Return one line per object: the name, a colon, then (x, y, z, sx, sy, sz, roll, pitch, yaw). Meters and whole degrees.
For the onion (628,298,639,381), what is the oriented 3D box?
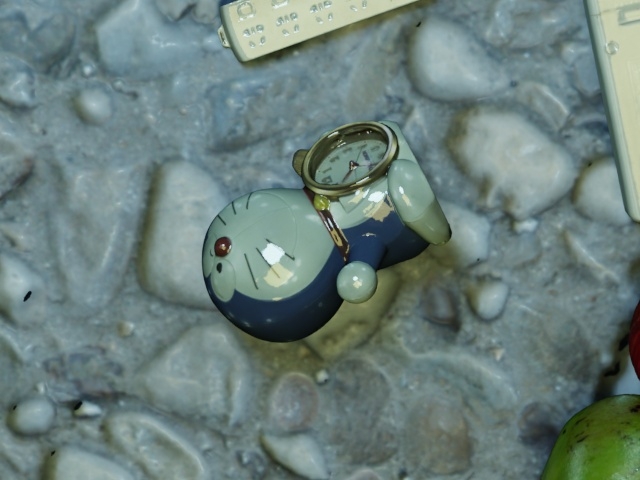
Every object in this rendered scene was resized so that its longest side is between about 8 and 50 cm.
onion: (0.418, 0.087, 1.423, 0.248, 0.161, 0.248, -5, 62, 9)

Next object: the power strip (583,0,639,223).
power strip: (0.321, -0.172, 1.467, 0.098, 0.058, 0.338, -12, 100, 5)

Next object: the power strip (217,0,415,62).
power strip: (0.018, -0.241, 1.479, 0.252, 0.027, 0.060, -19, 99, 5)

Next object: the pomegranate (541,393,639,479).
pomegranate: (0.323, 0.224, 1.464, 0.190, 0.241, 0.159, 13, 64, -26)

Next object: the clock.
clock: (0.000, 0.000, 1.459, 0.243, 0.199, 0.146, -30, 134, 4)
